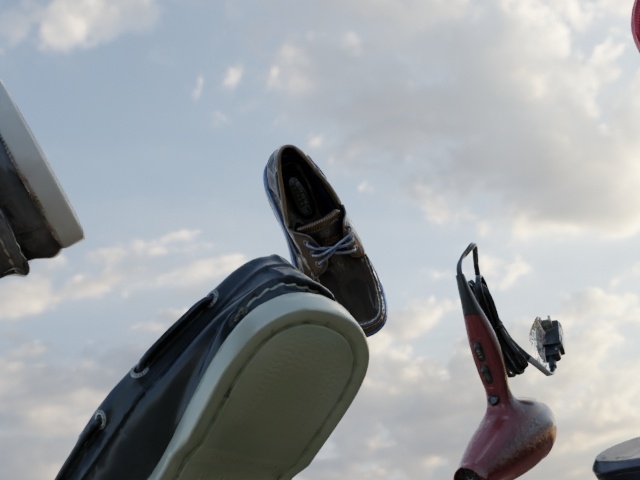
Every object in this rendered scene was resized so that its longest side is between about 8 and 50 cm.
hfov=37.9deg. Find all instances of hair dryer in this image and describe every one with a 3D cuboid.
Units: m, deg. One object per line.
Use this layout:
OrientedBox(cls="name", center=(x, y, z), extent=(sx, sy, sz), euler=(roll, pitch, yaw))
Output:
OrientedBox(cls="hair dryer", center=(0.197, 0.170, 1.090), extent=(0.223, 0.293, 0.080), euler=(38, -44, -27))

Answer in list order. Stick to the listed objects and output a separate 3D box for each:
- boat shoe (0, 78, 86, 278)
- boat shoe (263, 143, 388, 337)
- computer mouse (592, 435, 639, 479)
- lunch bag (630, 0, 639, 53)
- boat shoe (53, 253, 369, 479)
OrientedBox(cls="boat shoe", center=(-0.235, -0.073, 0.549), extent=(0.095, 0.335, 0.112), euler=(-28, -52, -16))
OrientedBox(cls="boat shoe", center=(0.000, 0.000, 0.802), extent=(0.066, 0.183, 0.066), euler=(-29, -12, -9))
OrientedBox(cls="computer mouse", center=(0.353, 0.210, 0.828), extent=(0.188, 0.072, 0.272), euler=(-17, -8, -26))
OrientedBox(cls="lunch bag", center=(0.356, -0.107, 0.598), extent=(0.258, 0.293, 0.120), euler=(-43, 3, -3))
OrientedBox(cls="boat shoe", center=(-0.105, 0.148, 0.595), extent=(0.127, 0.113, 0.340), euler=(22, -70, -32))
